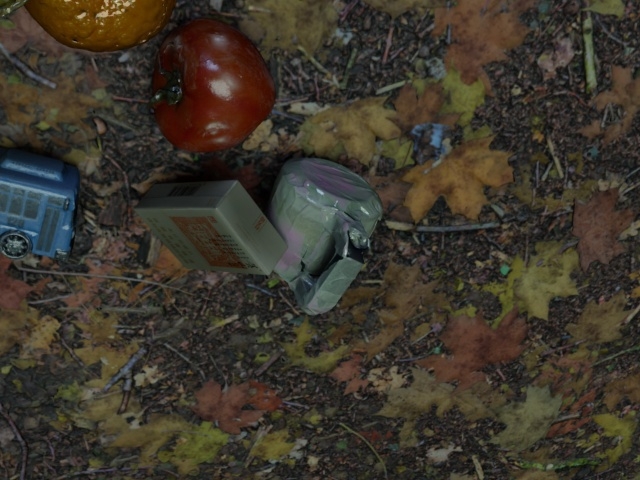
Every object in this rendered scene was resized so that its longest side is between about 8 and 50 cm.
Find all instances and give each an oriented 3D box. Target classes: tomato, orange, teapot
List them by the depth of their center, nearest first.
[{"bbox_3d":[-0.266,-0.320,0.942,0.193,0.161,0.193,-12,137,-11],"label":"orange"},{"bbox_3d":[-0.142,-0.196,1.048,0.151,0.187,0.187,5,121,-42],"label":"tomato"},{"bbox_3d":[0.009,-0.002,1.176,0.163,0.221,0.178,-8,132,-45],"label":"teapot"}]

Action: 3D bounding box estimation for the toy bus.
[{"bbox_3d":[-0.447,-0.063,1.079,0.234,0.116,0.133,14,113,-19],"label":"toy bus"}]

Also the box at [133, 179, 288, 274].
[{"bbox_3d":[-0.161,-0.019,1.138,0.141,0.201,0.058,55,54,-33],"label":"box"}]

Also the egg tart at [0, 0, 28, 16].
[{"bbox_3d":[-0.421,-0.331,0.779,0.297,0.132,0.297,-5,112,-13],"label":"egg tart"}]
